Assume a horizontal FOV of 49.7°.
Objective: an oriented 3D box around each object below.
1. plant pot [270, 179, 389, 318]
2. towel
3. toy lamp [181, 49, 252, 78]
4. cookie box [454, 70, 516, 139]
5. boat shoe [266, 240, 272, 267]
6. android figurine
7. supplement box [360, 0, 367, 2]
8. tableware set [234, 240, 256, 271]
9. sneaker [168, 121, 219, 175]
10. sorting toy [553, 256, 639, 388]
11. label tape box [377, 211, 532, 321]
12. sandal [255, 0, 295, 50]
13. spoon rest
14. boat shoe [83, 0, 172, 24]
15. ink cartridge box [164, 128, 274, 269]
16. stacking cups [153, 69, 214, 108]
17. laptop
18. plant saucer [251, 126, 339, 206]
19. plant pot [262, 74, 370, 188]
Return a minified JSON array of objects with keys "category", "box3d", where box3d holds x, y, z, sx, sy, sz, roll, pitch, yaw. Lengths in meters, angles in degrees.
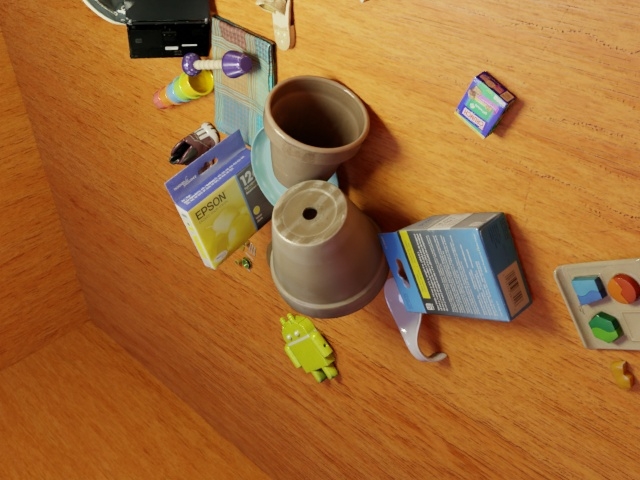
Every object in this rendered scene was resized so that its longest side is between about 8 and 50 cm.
[{"category":"plant pot","box3d":[0.000,0.000,1.765,0.323,0.323,0.280,35,164,29]},{"category":"towel","box3d":[-0.228,-0.444,2.028,0.271,0.040,0.370,32,138,31]},{"category":"toy lamp","box3d":[-0.294,-0.504,1.972,0.274,0.080,0.080,18,129,45]},{"category":"cookie box","box3d":[0.343,-0.282,1.445,0.092,0.040,0.107,45,145,16]},{"category":"boat shoe","box3d":[-0.024,0.035,2.073,0.342,0.123,0.123,-13,81,45]},{"category":"android figurine","box3d":[-0.048,0.375,2.432,0.273,0.056,0.248,56,146,-1]},{"category":"supplement box","box3d":[0.089,-0.586,1.526,0.098,0.036,0.062,54,145,6]},{"category":"tableware set","box3d":[-0.282,0.044,2.488,0.104,0.024,0.154,44,144,19]},{"category":"sneaker","box3d":[-0.444,-0.268,2.320,0.106,0.162,0.281,44,143,19]},{"category":"sorting toy","box3d":[0.636,0.183,1.444,0.229,0.041,0.307,-14,105,54]},{"category":"label tape box","box3d":[0.321,0.061,1.683,0.333,0.106,0.241,-1,115,53]},{"category":"sandal","box3d":[-0.124,-0.594,1.744,0.088,0.079,0.240,20,130,42]},{"category":"spoon rest","box3d":[0.257,0.224,1.910,0.137,0.084,0.276,-13,107,54]},{"category":"boat shoe","box3d":[-0.529,-0.677,2.020,0.340,0.127,0.113,29,155,-29]},{"category":"ink cartridge box","box3d":[-0.280,-0.123,2.066,0.072,0.303,0.307,22,143,38]},{"category":"stacking cups","box3d":[-0.453,-0.478,2.235,0.316,0.096,0.096,-8,110,55]},{"category":"laptop","box3d":[-0.441,-0.655,1.982,0.264,0.234,0.137,115,147,-66]},{"category":"plant saucer","box3d":[-0.067,-0.197,1.986,0.317,0.043,0.318,23,131,29]},{"category":"plant pot","box3d":[-0.029,-0.243,1.742,0.263,0.263,0.229,45,144,18]}]
